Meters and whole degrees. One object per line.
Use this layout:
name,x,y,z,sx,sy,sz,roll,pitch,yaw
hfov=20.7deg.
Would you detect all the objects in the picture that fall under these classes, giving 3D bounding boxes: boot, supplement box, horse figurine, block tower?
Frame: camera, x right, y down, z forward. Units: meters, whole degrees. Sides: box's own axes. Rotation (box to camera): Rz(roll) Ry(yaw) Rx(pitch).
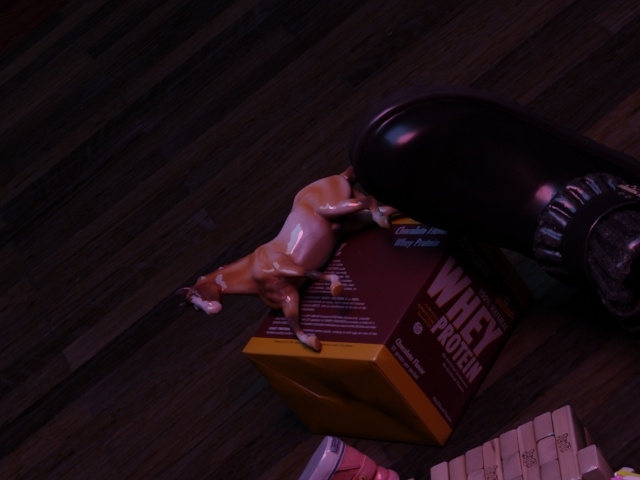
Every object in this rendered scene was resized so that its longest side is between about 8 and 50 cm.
boot,0.208,-0.014,1.540,0.260,0.348,0.131,-108,35,-61
supplement box,0.068,0.082,1.731,0.191,0.129,0.194,-1,47,47
horse figurine,0.000,0.000,1.722,0.263,0.066,0.174,-50,37,-14
block tower,0.101,0.257,1.490,0.335,0.091,0.097,-27,32,19

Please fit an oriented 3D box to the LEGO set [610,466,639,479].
LEGO set,0.316,0.199,1.269,0.287,0.107,0.132,-9,18,36

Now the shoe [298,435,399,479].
shoe,0.001,0.265,1.619,0.178,0.081,0.063,-59,8,25
